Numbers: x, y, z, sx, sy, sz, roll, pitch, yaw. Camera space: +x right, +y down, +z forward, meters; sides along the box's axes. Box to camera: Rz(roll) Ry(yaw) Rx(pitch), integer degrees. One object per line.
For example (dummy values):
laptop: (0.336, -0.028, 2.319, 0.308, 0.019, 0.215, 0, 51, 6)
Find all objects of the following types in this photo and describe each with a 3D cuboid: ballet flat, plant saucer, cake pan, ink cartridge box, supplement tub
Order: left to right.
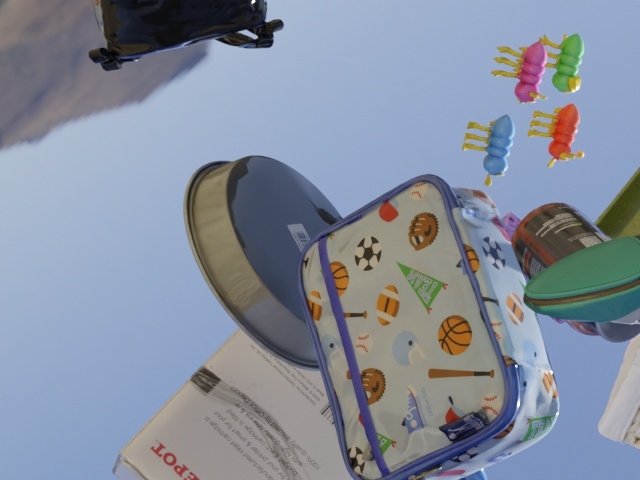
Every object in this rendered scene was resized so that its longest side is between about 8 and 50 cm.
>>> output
ink cartridge box: (-0.078, 0.294, 2.481, 0.395, 0.285, 0.166, -45, 176, -21)
cake pan: (-0.041, 0.017, 1.979, 0.054, 0.293, 0.293, -35, -164, 28)
supplement tub: (0.299, 0.040, 1.866, 0.106, 0.106, 0.198, -42, -148, 4)
ballet flat: (0.306, 0.029, 1.466, 0.247, 0.087, 0.083, -26, -154, 9)
plant saucer: (0.462, -0.005, 2.141, 0.045, 0.188, 0.188, 0, 134, -47)

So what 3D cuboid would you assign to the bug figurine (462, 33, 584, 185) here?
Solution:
bug figurine: (0.318, -0.194, 2.407, 0.072, 0.216, 0.279, 22, -158, 33)

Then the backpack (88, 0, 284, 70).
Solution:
backpack: (-0.221, -0.380, 2.373, 0.277, 0.213, 0.263, -9, -158, -14)

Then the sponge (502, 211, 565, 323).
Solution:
sponge: (0.346, 0.047, 2.641, 0.117, 0.210, 0.031, -40, -160, 47)

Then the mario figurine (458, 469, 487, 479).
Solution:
mario figurine: (0.277, 0.490, 2.691, 0.198, 0.320, 0.170, -16, -160, 23)

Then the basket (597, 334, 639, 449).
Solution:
basket: (0.611, 0.140, 2.445, 0.331, 0.266, 0.328, -56, 167, -45)

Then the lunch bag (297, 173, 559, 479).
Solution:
lunch bag: (0.098, 0.105, 1.671, 0.243, 0.115, 0.303, -29, -117, 32)
